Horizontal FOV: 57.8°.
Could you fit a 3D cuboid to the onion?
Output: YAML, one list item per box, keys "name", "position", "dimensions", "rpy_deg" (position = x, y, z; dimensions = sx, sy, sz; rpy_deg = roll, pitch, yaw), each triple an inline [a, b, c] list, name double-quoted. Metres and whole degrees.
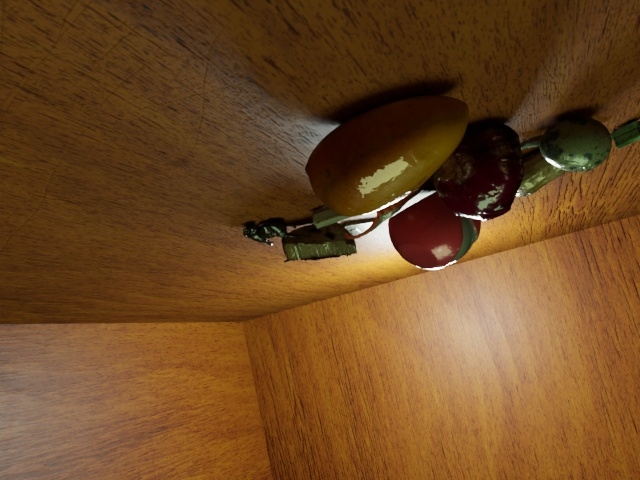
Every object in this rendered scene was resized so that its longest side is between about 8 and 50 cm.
- name: "onion"
  position: [0.402, -0.164, 1.427]
  dimensions: [0.216, 0.206, 0.207]
  rpy_deg: [-3, 164, -37]

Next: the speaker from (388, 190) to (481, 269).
- name: "speaker"
  position: [0.364, -0.054, 1.822]
  dimensions: [0.294, 0.294, 0.294]
  rpy_deg: [-12, 168, -3]

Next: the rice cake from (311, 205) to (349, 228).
- name: "rice cake"
  position: [0.091, -0.099, 1.750]
  dimensions: [0.256, 0.057, 0.052]
  rpy_deg: [-18, 168, 23]

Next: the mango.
- name: "mango"
  position: [0.139, -0.177, 1.176]
  dimensions: [0.350, 0.201, 0.199]
  rpy_deg: [-27, -168, 23]

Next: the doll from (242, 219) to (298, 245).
- name: "doll"
  position: [-0.168, -0.029, 1.818]
  dimensions: [0.139, 0.057, 0.165]
  rpy_deg: [-15, 163, 24]

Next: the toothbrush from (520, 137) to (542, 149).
- name: "toothbrush"
  position: [0.599, -0.268, 1.582]
  dimensions: [0.375, 0.028, 0.037]
  rpy_deg: [-12, 126, -7]

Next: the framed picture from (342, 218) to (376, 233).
- name: "framed picture"
  position: [0.121, -0.038, 2.156]
  dimensions: [0.150, 0.015, 0.203]
  rpy_deg: [-8, 166, -21]

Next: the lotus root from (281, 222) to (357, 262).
- name: "lotus root"
  position: [0.000, 0.000, 1.899]
  dimensions: [0.261, 0.074, 0.170]
  rpy_deg: [-8, -154, 16]

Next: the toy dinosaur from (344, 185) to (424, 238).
- name: "toy dinosaur"
  position: [0.188, -0.095, 1.774]
  dimensions: [0.279, 0.101, 0.055]
  rpy_deg: [-29, 152, 20]

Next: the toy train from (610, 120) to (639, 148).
- name: "toy train"
  position: [0.874, -0.302, 1.648]
  dimensions: [0.038, 0.056, 0.093]
  rpy_deg: [-7, 167, -34]

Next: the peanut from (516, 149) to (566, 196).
- name: "peanut"
  position: [0.642, -0.206, 1.720]
  dimensions: [0.120, 0.110, 0.236]
  rpy_deg: [10, 156, -29]

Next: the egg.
- name: "egg"
  position: [0.649, -0.245, 1.480]
  dimensions: [0.181, 0.141, 0.141]
  rpy_deg: [0, 165, -9]
